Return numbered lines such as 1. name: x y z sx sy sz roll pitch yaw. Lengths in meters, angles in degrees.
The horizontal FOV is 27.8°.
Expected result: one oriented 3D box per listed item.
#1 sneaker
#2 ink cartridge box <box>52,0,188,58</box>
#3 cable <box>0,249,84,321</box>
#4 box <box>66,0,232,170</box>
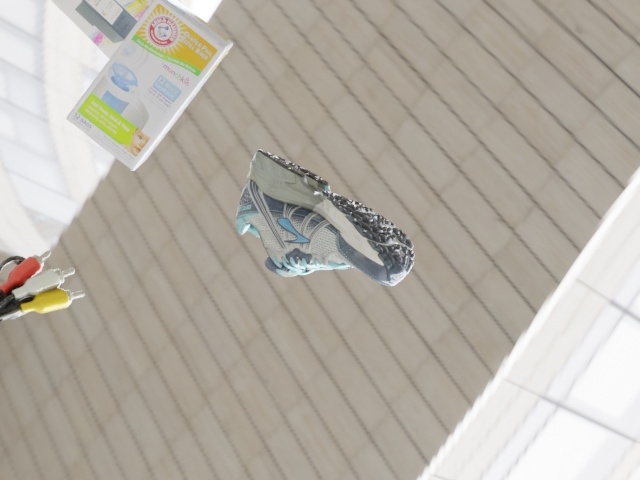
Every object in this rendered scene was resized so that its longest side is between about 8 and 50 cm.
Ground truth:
1. sneaker: 0.000 0.000 1.545 0.283 0.110 0.122 36 -76 45
2. ink cartridge box: -0.342 -0.407 2.264 0.119 0.353 0.207 -42 -174 17
3. cable: -0.537 0.104 2.127 0.139 0.287 0.072 47 -41 13
4. box: -0.220 -0.209 1.684 0.203 0.114 0.103 -50 -174 11
